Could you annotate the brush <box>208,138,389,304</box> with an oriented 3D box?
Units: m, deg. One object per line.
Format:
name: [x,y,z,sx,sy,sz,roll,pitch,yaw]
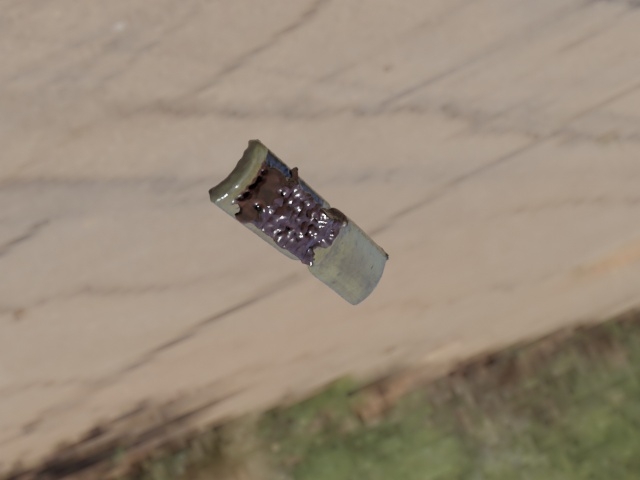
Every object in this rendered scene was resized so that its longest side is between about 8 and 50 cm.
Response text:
brush: [0.000,0.000,1.087,0.043,0.036,0.248,-49,158,0]
